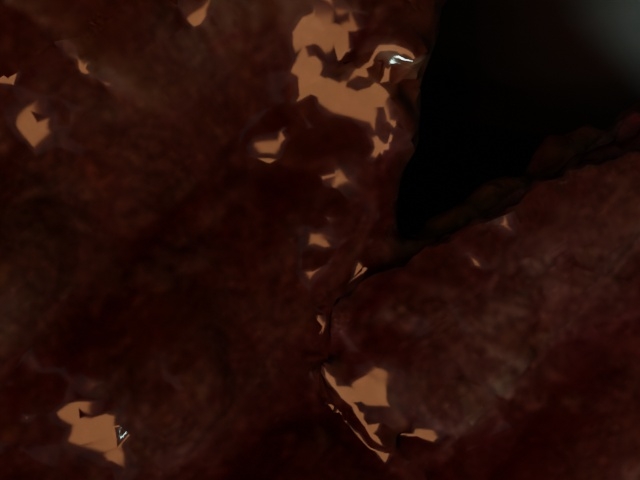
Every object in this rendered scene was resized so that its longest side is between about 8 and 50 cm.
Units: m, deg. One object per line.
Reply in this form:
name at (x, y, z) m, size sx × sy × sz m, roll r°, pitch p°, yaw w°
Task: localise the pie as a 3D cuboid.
pie at (0.000, 0.000, 0.348) m, size 0.204 × 0.054 × 0.219 m, roll -36°, pitch 89°, yaw 0°
